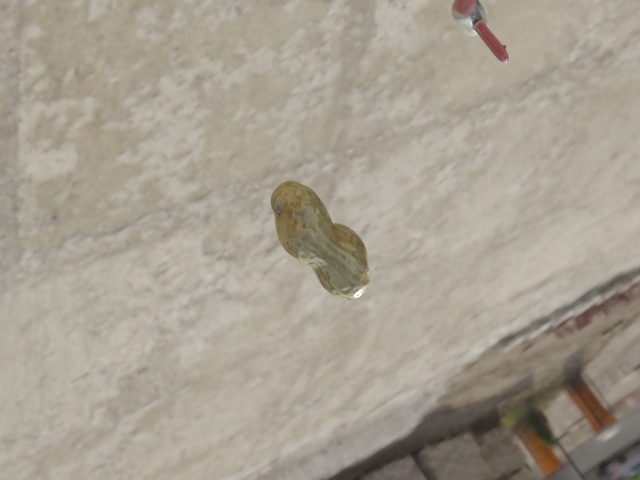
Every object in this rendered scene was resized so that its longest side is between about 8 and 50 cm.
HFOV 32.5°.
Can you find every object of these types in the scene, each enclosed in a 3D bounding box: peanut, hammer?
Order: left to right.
[{"bbox_3d":[0.000,0.000,1.426,0.082,0.187,0.082,-38,-157,19],"label":"peanut"},{"bbox_3d":[0.163,-0.207,1.096,0.031,0.083,0.052,-37,153,11],"label":"hammer"}]
